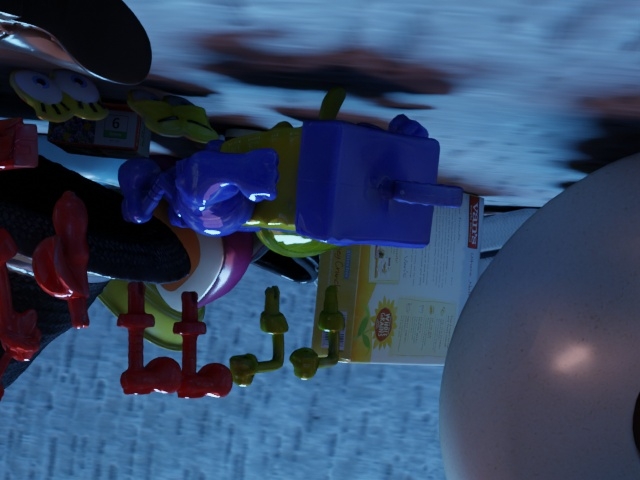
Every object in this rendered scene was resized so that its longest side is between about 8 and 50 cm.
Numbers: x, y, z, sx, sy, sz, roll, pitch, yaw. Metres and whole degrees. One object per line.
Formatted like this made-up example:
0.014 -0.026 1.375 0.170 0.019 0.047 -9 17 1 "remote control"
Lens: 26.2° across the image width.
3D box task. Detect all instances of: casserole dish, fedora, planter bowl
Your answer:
-0.247 -0.071 1.220 0.189 0.037 0.114 4 177 12 "casserole dish"
-0.252 0.014 0.939 0.334 0.152 0.334 22 -174 -3 "fedora"
-0.184 0.012 1.544 0.090 0.217 0.217 -39 161 16 "planter bowl"

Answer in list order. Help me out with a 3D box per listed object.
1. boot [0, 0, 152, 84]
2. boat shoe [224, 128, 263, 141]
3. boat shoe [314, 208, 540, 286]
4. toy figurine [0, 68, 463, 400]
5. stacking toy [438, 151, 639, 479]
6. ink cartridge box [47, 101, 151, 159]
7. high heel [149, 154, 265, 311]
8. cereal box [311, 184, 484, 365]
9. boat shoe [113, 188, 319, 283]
-0.144 -0.091 0.590 0.114 0.037 0.106 -2 160 41 "boot"
-0.052 -0.058 1.057 0.049 0.043 0.137 3 178 4 "boat shoe"
0.149 0.029 1.551 0.335 0.121 0.119 -2 172 33 "boat shoe"
0.000 0.000 0.809 0.217 0.191 0.363 -3 174 35 "toy figurine"
0.253 0.059 1.040 0.351 0.350 0.480 5 -166 0 "stacking toy"
-0.158 -0.078 0.969 0.063 0.029 0.115 6 178 0 "ink cartridge box"
-0.072 -0.026 1.162 0.181 0.127 0.377 -14 -171 -18 "high heel"
0.078 0.030 1.283 0.047 0.173 0.240 3 176 32 "cereal box"
-0.099 -0.006 1.465 0.127 0.113 0.340 3 177 28 "boat shoe"
